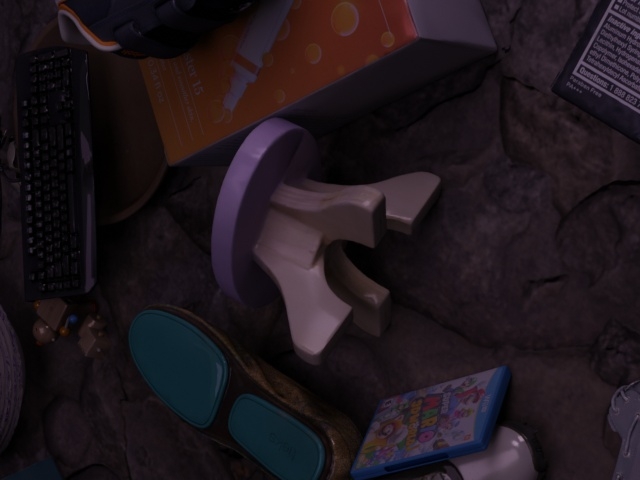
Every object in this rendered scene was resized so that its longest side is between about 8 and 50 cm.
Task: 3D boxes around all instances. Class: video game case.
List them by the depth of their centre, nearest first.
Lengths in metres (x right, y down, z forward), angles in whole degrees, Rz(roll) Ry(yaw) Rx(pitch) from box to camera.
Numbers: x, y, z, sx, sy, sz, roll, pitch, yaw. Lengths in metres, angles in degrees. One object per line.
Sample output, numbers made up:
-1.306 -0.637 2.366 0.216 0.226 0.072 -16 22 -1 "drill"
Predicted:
0.117 0.194 1.521 0.166 0.119 0.015 -20 116 34 "video game case"

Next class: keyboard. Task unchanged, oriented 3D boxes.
-0.363 -0.081 1.807 0.201 0.033 0.317 -9 80 35 "keyboard"

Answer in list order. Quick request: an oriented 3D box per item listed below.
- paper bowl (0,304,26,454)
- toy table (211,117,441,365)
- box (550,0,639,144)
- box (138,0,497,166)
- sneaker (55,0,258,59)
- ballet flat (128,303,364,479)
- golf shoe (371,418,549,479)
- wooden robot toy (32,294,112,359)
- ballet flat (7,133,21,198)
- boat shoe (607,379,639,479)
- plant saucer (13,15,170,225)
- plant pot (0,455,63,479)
-0.509 0.179 1.924 0.284 0.148 0.284 2 94 35 "paper bowl"
0.000 0.000 1.525 0.161 0.274 0.252 27 75 20 "toy table"
0.416 -0.187 1.242 0.296 0.183 0.294 36 114 25 "box"
-0.020 -0.237 1.546 0.345 0.168 0.215 -24 79 33 "box"
-0.152 -0.245 1.462 0.321 0.126 0.127 11 95 45 "sneaker"
-0.081 0.184 1.650 0.348 0.123 0.123 32 110 35 "ballet flat"
0.117 0.276 1.521 0.273 0.120 0.105 -32 74 30 "golf shoe"
-0.330 0.107 1.834 0.173 0.076 0.079 41 107 29 "wooden robot toy"
-0.393 -0.088 1.892 0.041 0.041 0.114 -13 86 34 "ballet flat"
0.317 0.181 1.398 0.081 0.079 0.227 12 103 29 "boat shoe"
-0.278 -0.157 1.807 0.278 0.041 0.278 2 94 34 "plant saucer"
-0.389 0.439 1.856 0.166 0.165 0.234 -37 81 30 "plant pot"
